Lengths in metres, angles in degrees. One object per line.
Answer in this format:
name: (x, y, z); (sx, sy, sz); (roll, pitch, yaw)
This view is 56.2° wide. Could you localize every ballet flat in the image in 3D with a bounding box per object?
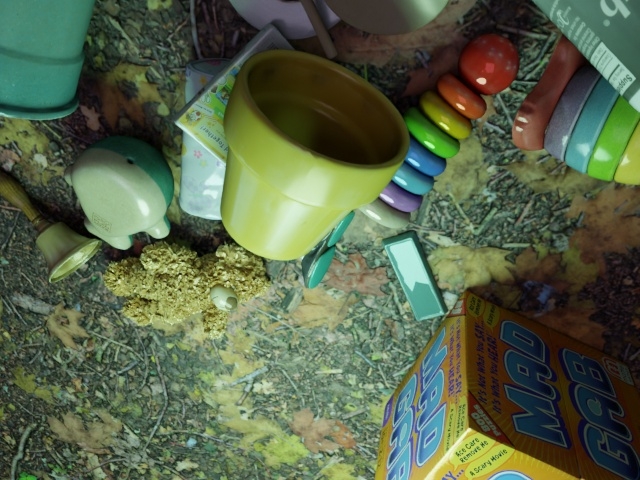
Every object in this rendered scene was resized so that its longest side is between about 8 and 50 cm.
ballet flat: (0.000, 0.000, 1.112); (0.074, 0.074, 0.203); (24, 127, -2)

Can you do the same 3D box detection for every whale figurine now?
whale figurine: (-0.365, -0.087, 1.116); (0.216, 0.141, 0.272); (32, 144, -6)

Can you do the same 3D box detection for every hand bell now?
hand bell: (-0.568, -0.045, 1.193); (0.242, 0.126, 0.126); (47, 118, -2)

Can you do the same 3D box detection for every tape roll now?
tape roll: (-0.038, -0.414, 0.880); (0.219, 0.072, 0.219); (5, 119, 9)

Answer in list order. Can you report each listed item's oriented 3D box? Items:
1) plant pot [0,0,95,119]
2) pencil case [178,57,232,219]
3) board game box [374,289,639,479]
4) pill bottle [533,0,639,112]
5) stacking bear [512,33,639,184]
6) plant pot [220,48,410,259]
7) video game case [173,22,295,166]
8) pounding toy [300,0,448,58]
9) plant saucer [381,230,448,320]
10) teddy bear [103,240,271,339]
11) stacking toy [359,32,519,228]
plant pot: (-0.457, -0.403, 0.844); (0.341, 0.341, 0.334); (30, 113, -6)
pencil case: (-0.174, -0.169, 1.022); (0.124, 0.113, 0.273); (6, 121, -6)
board game box: (0.333, 0.384, 1.081); (0.357, 0.356, 0.356); (25, 121, -2)
pill bottle: (0.394, -0.274, 0.671); (0.210, 0.210, 0.363); (-44, 76, 28)
stacking bear: (0.439, -0.147, 0.818); (0.289, 0.164, 0.175); (29, 86, 25)
plant pot: (-0.034, -0.106, 0.878); (0.254, 0.254, 0.239); (27, 130, -4)
video game case: (-0.080, -0.191, 0.958); (0.206, 0.026, 0.227); (-42, 129, 9)
pounding toy: (0.070, -0.373, 0.800); (0.237, 0.110, 0.183); (-10, 139, 36)
plant saucer: (0.180, 0.073, 1.138); (0.067, 0.018, 0.192); (-18, 115, 20)
teddy bear: (-0.274, 0.101, 1.195); (0.338, 0.113, 0.245); (6, 122, 9)
stacking toy: (0.176, -0.180, 0.944); (0.141, 0.141, 0.330); (35, 113, -8)
